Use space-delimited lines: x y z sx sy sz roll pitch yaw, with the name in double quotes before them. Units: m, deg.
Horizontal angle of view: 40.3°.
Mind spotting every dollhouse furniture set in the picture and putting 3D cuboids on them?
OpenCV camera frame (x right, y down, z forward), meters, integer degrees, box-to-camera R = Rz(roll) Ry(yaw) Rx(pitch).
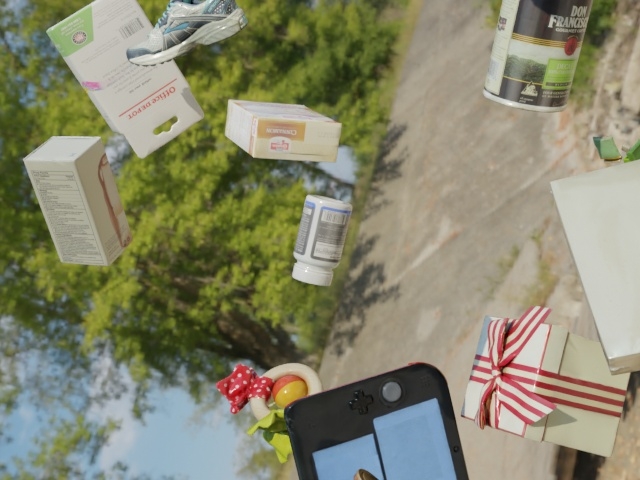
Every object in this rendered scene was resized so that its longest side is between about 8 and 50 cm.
"dollhouse furniture set" 0.726 -0.212 2.141 0.058 0.076 0.152 -45 24 -21

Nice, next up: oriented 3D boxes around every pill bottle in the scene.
"pill bottle" 0.000 0.000 1.411 0.078 0.078 0.137 -46 -31 -82

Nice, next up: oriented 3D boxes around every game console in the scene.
"game console" 0.127 0.459 1.734 0.060 0.342 0.386 176 80 -69

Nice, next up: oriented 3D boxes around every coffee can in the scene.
"coffee can" 0.499 -0.456 2.005 0.201 0.201 0.275 -68 -13 -65

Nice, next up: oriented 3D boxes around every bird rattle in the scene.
"bird rattle" -0.093 0.351 1.903 0.253 0.207 0.143 47 161 54

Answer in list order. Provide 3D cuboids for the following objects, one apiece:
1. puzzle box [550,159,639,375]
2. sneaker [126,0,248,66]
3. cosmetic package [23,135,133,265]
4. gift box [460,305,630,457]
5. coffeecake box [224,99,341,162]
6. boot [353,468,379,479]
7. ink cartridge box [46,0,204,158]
"puzzle box" 0.561 0.021 1.450 0.052 0.272 0.409 66 -165 -44
"sneaker" -0.302 -0.469 1.884 0.110 0.283 0.122 -76 -35 -64
"cosmetic package" -0.585 -0.095 2.126 0.129 0.153 0.296 -59 -33 -50
"gift box" 0.454 0.279 1.750 0.276 0.258 0.255 -13 61 66
"coffeecake box" -0.066 -0.184 1.450 0.185 0.142 0.068 -139 54 -63
"boot" 0.074 0.536 1.621 0.197 0.152 0.073 60 -159 3
"ink cartridge box" -0.454 -0.392 2.055 0.353 0.207 0.119 60 164 -21
